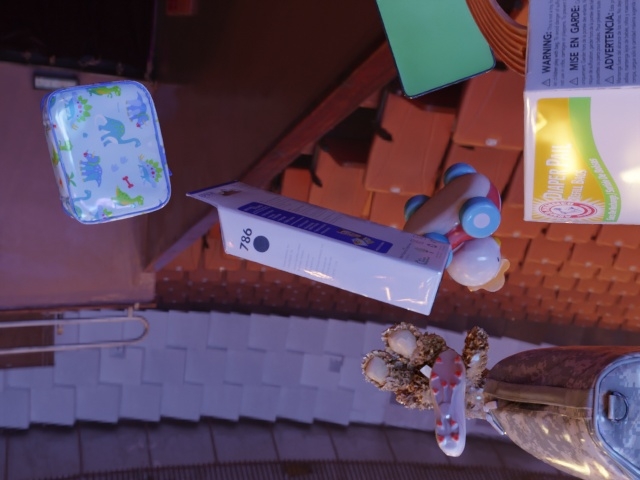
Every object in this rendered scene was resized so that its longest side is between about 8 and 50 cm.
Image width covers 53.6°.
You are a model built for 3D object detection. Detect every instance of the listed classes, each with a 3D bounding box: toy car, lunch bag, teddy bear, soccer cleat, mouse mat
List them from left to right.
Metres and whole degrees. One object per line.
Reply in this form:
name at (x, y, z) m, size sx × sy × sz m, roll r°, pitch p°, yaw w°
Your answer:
lunch bag at (-0.341, -0.142, 1.025) m, size 0.176 × 0.219 × 0.090 m, roll -17°, pitch -164°, yaw -29°
mouse mat at (0.179, -0.337, 1.003) m, size 0.152 × 0.190 × 0.007 m, roll -17°, pitch -177°, yaw 11°
teddy bear at (0.250, 0.273, 1.349) m, size 0.337 × 0.245 × 0.113 m, roll 9°, pitch -155°, yaw -12°
soccer cleat at (0.240, 0.303, 1.184) m, size 0.068 × 0.076 × 0.196 m, roll -6°, pitch -125°, yaw 18°
toy car at (0.307, 0.004, 1.277) m, size 0.238 × 0.210 × 0.219 m, roll 44°, pitch -160°, yaw -20°
lunch bag at (0.420, 0.254, 0.951) m, size 0.256 × 0.213 × 0.305 m, roll 16°, pitch 167°, yaw -13°

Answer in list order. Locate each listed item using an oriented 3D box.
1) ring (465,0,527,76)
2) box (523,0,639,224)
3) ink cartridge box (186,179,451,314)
ring at (0.210, -0.337, 0.668) m, size 0.032 × 0.337 × 0.336 m, roll -20°, pitch -161°, yaw -5°
box at (0.183, -0.092, 0.398) m, size 0.103 × 0.114 × 0.203 m, roll 3°, pitch 164°, yaw 18°
ink cartridge box at (0.000, 0.000, 0.835) m, size 0.332 × 0.065 × 0.165 m, roll 18°, pitch -164°, yaw 12°
